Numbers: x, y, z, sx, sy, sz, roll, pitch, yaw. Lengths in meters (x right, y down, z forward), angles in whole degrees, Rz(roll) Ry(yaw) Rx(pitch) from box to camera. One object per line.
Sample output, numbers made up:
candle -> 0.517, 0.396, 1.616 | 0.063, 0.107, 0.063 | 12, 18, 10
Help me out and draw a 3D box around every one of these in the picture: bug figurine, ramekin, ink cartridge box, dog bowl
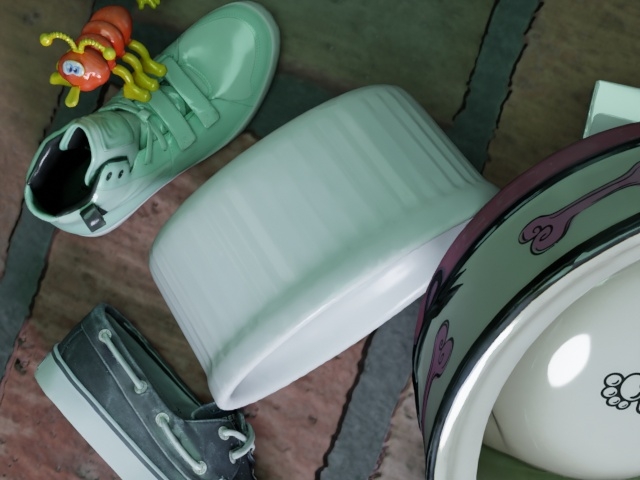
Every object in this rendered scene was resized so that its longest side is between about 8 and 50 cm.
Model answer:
bug figurine -> -0.250, -0.201, 1.414 | 0.279, 0.216, 0.072 | 10, 138, 13
ramekin -> 0.000, 0.000, 1.353 | 0.277, 0.277, 0.135 | -36, 80, 8
ink cartridge box -> 0.251, -0.072, 1.374 | 0.092, 0.143, 0.090 | 13, 94, 8
dog bowl -> 0.250, 0.088, 1.286 | 0.407, 0.150, 0.408 | -10, 129, -12

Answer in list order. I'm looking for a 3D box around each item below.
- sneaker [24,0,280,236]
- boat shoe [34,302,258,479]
sneaker -> -0.136, -0.099, 1.424 | 0.094, 0.151, 0.256 | 45, 96, 6
boat shoe -> -0.103, 0.176, 1.458 | 0.301, 0.108, 0.102 | 44, 99, 12
